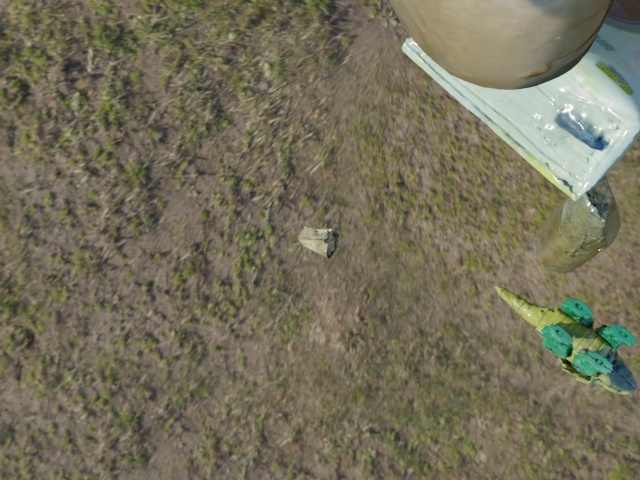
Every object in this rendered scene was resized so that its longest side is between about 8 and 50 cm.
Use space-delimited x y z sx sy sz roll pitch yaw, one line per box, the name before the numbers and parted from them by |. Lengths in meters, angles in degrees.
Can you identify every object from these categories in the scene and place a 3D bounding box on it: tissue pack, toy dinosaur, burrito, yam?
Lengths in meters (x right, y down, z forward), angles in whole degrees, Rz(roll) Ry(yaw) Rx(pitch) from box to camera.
tissue pack | 0.323 -0.266 0.913 0.287 0.388 0.162 44 143 10
toy dinosaur | 0.377 0.140 1.131 0.259 0.153 0.094 40 78 18
burrito | 0.000 0.000 1.341 0.041 0.149 0.055 -37 107 -14
yam | 0.404 -0.029 1.126 0.106 0.259 0.106 0 73 -1

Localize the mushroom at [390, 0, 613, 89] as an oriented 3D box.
mushroom | 0.195 -0.297 0.571 0.294 0.362 0.363 7 107 12
